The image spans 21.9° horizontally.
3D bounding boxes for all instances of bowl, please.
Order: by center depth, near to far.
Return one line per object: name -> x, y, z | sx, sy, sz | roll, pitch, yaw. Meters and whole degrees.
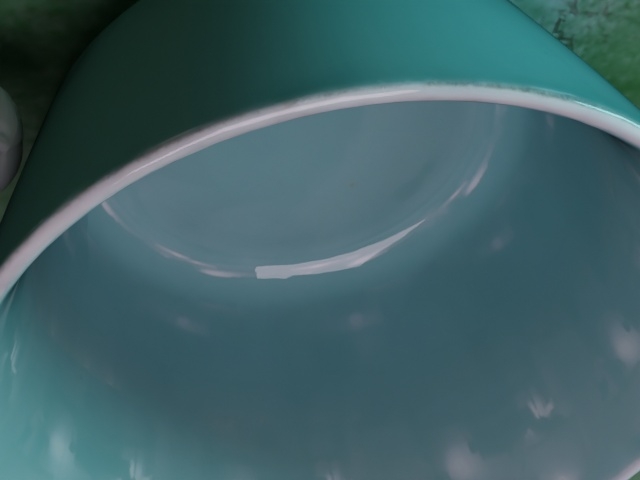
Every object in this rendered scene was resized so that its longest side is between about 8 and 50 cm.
bowl -> 0.000, 0.000, 0.688 | 0.311, 0.163, 0.311 | -8, 138, -7

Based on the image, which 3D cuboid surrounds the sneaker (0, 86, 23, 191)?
sneaker -> -0.224, -0.011, 0.688 | 0.232, 0.090, 0.115 | -13, 149, 9
